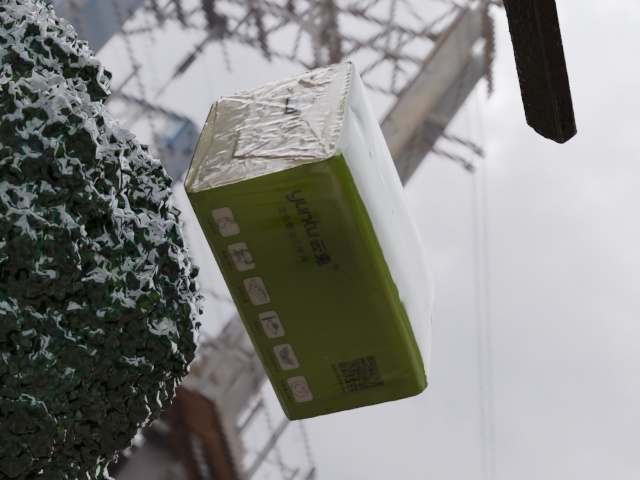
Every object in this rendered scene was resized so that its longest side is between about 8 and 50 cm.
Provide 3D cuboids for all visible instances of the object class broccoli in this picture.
[{"bbox_3d":[-0.205,0.015,0.712,0.297,0.297,0.297,44,-9,-13],"label":"broccoli"}]

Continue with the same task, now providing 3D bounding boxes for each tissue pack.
[{"bbox_3d":[0.000,0.000,1.463,0.167,0.200,0.274,-13,-60,14],"label":"tissue pack"}]

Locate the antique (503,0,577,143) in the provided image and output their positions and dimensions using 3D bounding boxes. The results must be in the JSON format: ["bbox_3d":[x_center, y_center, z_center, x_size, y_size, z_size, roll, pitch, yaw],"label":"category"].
[{"bbox_3d":[0.105,-0.127,0.762,0.031,0.015,0.192,40,-23,42],"label":"antique"}]
